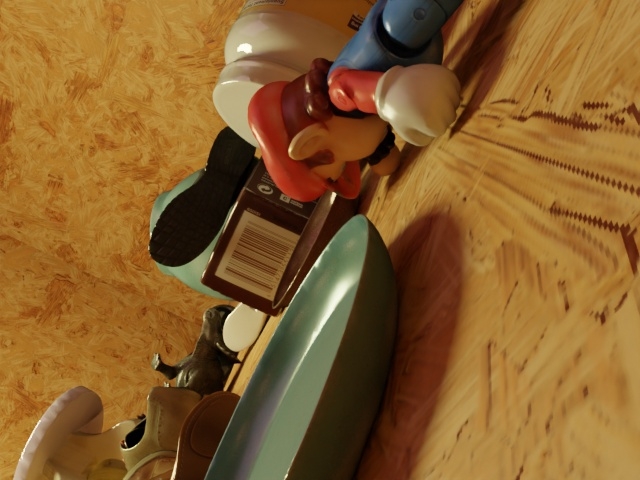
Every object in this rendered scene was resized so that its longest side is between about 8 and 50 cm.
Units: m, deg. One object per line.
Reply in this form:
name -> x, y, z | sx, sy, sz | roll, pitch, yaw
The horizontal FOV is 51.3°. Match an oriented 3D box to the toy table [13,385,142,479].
toy table -> -0.421, 0.420, 1.198 | 0.252, 0.161, 0.274 | -14, -59, -64

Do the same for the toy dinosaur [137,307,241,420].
toy dinosaur -> -0.235, 0.284, 1.221 | 0.121, 0.160, 0.313 | 35, 114, 51

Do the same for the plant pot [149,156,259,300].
plant pot -> -0.217, -0.016, 1.333 | 0.293, 0.197, 0.292 | -3, -90, -79

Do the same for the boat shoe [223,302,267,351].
boat shoe -> -0.112, 0.112, 1.168 | 0.063, 0.066, 0.184 | -26, -39, -65

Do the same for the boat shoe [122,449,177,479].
boat shoe -> -0.262, 0.407, 0.814 | 0.324, 0.123, 0.120 | -58, 14, -19

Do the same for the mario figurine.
mario figurine -> 0.072, -0.137, 0.596 | 0.198, 0.170, 0.320 | -16, -21, -46

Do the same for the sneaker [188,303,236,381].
sneaker -> -0.225, 0.258, 1.446 | 0.267, 0.101, 0.106 | -73, -10, -54

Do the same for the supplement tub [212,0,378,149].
supplement tub -> 0.016, -0.287, 0.919 | 0.331, 0.241, 0.241 | -66, 7, -17

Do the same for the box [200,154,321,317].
box -> -0.058, -0.069, 1.109 | 0.191, 0.143, 0.381 | -60, 9, 31

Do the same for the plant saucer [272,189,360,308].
plant saucer -> 0.000, 0.000, 0.808 | 0.198, 0.036, 0.198 | -61, 7, 12

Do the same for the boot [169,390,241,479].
boot -> -0.134, 0.263, 0.683 | 0.197, 0.073, 0.152 | -68, 3, -55

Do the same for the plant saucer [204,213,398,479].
plant saucer -> -0.026, 0.132, 0.456 | 0.317, 0.044, 0.317 | -62, 6, 11

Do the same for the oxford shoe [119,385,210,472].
oxford shoe -> -0.283, 0.372, 1.143 | 0.123, 0.130, 0.348 | -82, 17, -63

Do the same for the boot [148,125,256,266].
boot -> -0.167, -0.051, 1.035 | 0.246, 0.084, 0.161 | -59, -2, -15
